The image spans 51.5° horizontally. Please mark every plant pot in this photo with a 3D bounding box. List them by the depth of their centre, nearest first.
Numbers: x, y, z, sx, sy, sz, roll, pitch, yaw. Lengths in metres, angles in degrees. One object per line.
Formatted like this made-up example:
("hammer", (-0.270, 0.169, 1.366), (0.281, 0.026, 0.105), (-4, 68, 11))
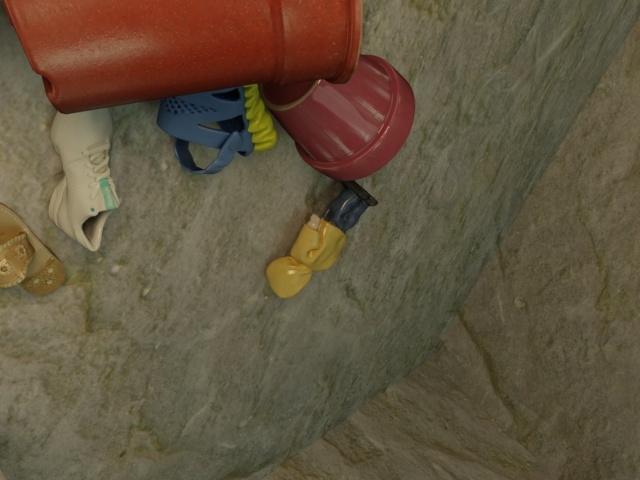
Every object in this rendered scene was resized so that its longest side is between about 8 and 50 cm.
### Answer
("plant pot", (-0.134, -0.243, 0.591), (0.265, 0.272, 0.272), (-17, 147, -11))
("plant pot", (0.013, -0.212, 0.997), (0.201, 0.201, 0.180), (-52, 139, 9))

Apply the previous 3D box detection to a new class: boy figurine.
("boy figurine", (0.000, 0.000, 1.383), (0.285, 0.092, 0.177), (-50, 155, 8))

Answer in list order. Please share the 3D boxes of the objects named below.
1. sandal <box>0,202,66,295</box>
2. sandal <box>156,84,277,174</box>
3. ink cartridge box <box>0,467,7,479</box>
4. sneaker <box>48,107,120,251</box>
("sandal", (-0.383, 0.027, 0.830), (0.088, 0.079, 0.240), (-44, 155, -8))
("sandal", (-0.152, -0.181, 0.850), (0.138, 0.126, 0.317), (-39, 153, -9))
("ink cartridge box", (-0.569, 0.328, 0.806), (0.306, 0.226, 0.131), (-45, 154, -1))
("sneaker", (-0.280, -0.080, 0.821), (0.080, 0.094, 0.212), (-21, 144, -41))
